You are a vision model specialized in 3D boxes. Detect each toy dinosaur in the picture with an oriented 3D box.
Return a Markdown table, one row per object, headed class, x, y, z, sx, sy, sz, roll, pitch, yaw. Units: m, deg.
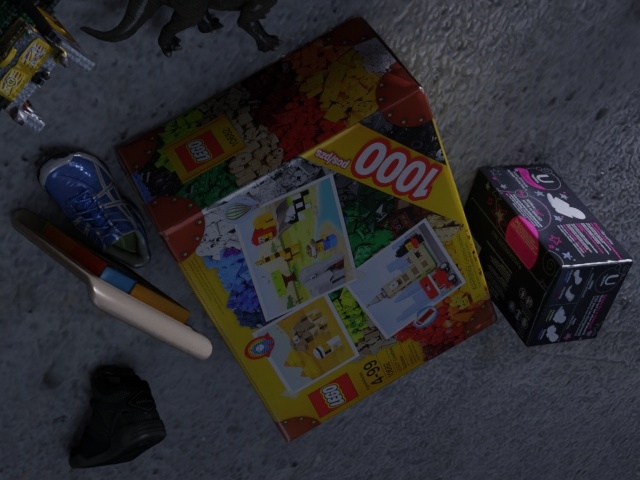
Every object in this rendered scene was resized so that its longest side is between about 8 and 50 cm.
| class | x | y | z | sx | sy | sz | roll | pitch | yaw |
| --- | --- | --- | --- | --- | --- | --- | --- | --- | --- |
| toy dinosaur | -0.125 | -0.302 | 1.471 | 0.313 | 0.121 | 0.160 | -2 | 135 | 2 |

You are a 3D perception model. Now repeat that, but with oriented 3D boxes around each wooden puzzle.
| class | x | y | z | sx | sy | sz | roll | pitch | yaw |
| --- | --- | --- | --- | --- | --- | --- | --- | --- | --- |
| wooden puzzle | -0.261 | 0.049 | 1.603 | 0.044 | 0.239 | 0.221 | -54 | 135 | 1 |

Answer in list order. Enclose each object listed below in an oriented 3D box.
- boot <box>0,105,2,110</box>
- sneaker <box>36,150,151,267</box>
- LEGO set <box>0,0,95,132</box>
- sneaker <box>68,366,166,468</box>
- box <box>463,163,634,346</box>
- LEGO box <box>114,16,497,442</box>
| class | x | y | z | sx | sy | sz | roll | pitch | yaw |
| --- | --- | --- | --- | --- | --- | --- | --- | --- | --- |
| boot | -0.418 | -0.168 | 1.451 | 0.121 | 0.045 | 0.099 | -50 | 137 | 7 |
| sneaker | -0.282 | -0.040 | 1.621 | 0.080 | 0.081 | 0.211 | -39 | 137 | 6 |
| LEGO set | -0.307 | -0.275 | 1.286 | 0.331 | 0.192 | 0.255 | -43 | 134 | 0 |
| sneaker | -0.315 | 0.268 | 1.889 | 0.087 | 0.130 | 0.227 | -1 | 156 | -36 |
| box | 0.333 | 0.019 | 1.918 | 0.142 | 0.247 | 0.163 | -4 | 130 | -26 |
| LEGO box | 0.000 | 0.000 | 1.743 | 0.372 | 0.193 | 0.500 | -30 | 137 | -4 |
